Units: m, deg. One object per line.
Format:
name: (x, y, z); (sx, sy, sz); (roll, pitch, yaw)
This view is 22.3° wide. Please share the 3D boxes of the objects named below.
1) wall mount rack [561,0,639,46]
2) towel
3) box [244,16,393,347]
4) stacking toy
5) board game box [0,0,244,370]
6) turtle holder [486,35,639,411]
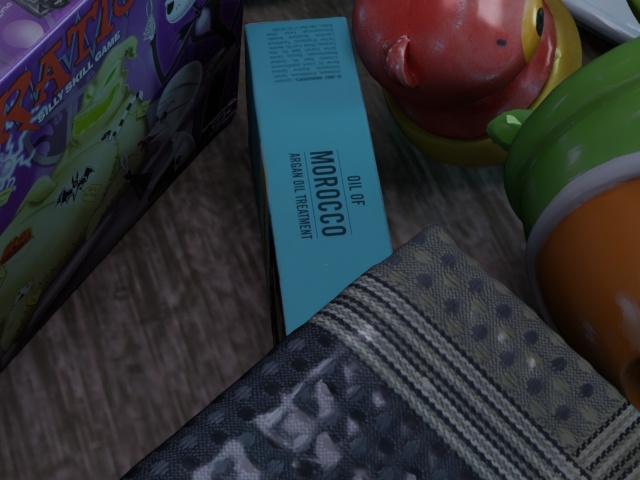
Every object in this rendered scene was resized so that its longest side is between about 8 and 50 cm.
wall mount rack: (0.259, -0.207, 1.030); (0.304, 0.130, 0.350); (33, 57, 23)
towel: (0.055, 0.193, 0.677); (0.324, 0.056, 0.312); (46, 62, 8)
box: (0.000, 0.000, 0.862); (0.060, 0.100, 0.244); (-5, 49, -5)
stacking toy: (0.135, -0.218, 0.898); (0.279, 0.130, 0.309); (-11, 73, 22)
board game box: (-0.147, -0.040, 0.821); (0.056, 0.208, 0.347); (25, 54, 19)
turtle holder: (0.251, 0.006, 0.810); (0.320, 0.243, 0.227); (14, 54, -44)
